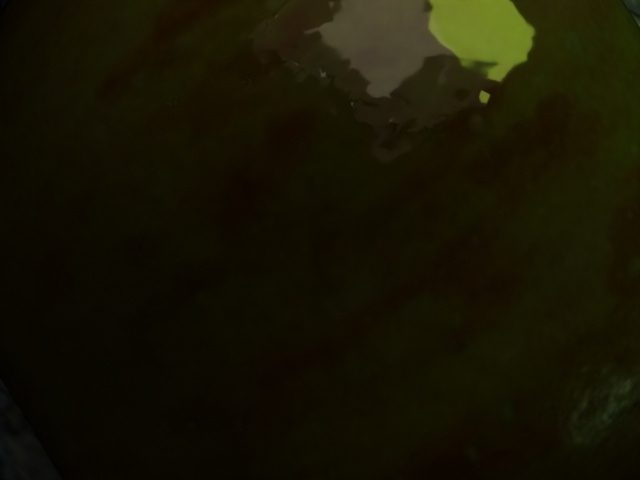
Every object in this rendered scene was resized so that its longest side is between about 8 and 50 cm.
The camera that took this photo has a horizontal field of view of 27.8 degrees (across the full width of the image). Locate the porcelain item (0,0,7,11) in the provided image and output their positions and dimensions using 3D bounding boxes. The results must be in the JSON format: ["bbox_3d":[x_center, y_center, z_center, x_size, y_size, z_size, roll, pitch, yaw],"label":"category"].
[{"bbox_3d":[-0.144,-0.148,0.871,0.147,0.114,0.147,6,58,-10],"label":"porcelain item"}]

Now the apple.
[{"bbox_3d":[0.000,0.000,0.637,0.333,0.400,0.400,-39,70,-7],"label":"apple"}]
